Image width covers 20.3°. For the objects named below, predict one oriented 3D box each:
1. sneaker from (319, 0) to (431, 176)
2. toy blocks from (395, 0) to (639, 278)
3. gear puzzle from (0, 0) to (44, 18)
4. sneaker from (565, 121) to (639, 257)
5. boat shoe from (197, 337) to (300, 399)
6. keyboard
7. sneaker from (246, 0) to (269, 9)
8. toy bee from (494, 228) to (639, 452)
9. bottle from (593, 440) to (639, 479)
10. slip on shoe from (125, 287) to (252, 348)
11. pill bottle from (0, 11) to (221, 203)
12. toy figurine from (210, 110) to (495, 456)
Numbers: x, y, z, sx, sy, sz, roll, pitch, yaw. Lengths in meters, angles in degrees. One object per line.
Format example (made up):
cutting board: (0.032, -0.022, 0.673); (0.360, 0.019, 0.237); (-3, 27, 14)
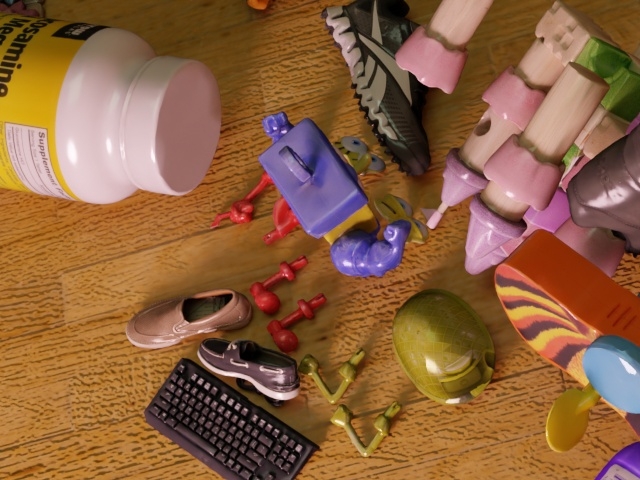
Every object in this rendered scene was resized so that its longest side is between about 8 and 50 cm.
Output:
sneaker: (0.083, -0.174, 1.857); (0.106, 0.078, 0.234); (-27, 56, 8)
toy blocks: (0.225, -0.055, 1.674); (0.260, 0.309, 0.289); (-59, 33, 19)
gear puzzle: (-0.487, -0.262, 2.129); (0.338, 0.044, 0.176); (-10, 61, 15)
sneaker: (0.314, -0.032, 1.496); (0.130, 0.286, 0.109); (-29, 55, 37)
boat shoe: (-0.071, 0.117, 1.768); (0.125, 0.038, 0.046); (25, 36, 37)
keyboard: (-0.083, 0.175, 1.765); (0.180, 0.023, 0.108); (31, 77, 29)
sneaker: (-0.001, -0.319, 1.968); (0.214, 0.084, 0.083); (-21, 61, 19)
toy bee: (0.267, 0.125, 1.474); (0.195, 0.162, 0.298); (-23, 51, -16)
bottle: (0.228, 0.310, 1.539); (0.118, 0.092, 0.283); (36, 80, 25)
slip on shoe: (-0.138, 0.076, 1.826); (0.135, 0.041, 0.051); (-8, 61, 16)
pill bottle: (-0.283, -0.142, 1.907); (0.333, 0.188, 0.188); (10, 67, 24)
toy figurine: (0.000, 0.000, 1.713); (0.191, 0.217, 0.363); (-32, 57, 2)
